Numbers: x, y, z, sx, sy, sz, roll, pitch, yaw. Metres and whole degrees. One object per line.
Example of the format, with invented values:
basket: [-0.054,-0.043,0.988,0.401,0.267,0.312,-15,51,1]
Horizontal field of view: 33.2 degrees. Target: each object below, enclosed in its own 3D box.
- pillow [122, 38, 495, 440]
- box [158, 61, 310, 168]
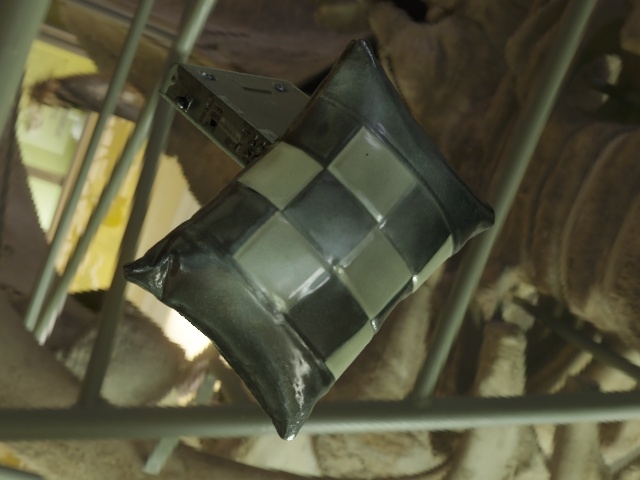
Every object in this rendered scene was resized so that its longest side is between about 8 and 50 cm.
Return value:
pillow: [0.000,0.000,0.784,0.250,0.186,0.106,-45,-159,-16]
box: [-0.012,-0.088,1.056,0.270,0.211,0.045,42,-65,30]
